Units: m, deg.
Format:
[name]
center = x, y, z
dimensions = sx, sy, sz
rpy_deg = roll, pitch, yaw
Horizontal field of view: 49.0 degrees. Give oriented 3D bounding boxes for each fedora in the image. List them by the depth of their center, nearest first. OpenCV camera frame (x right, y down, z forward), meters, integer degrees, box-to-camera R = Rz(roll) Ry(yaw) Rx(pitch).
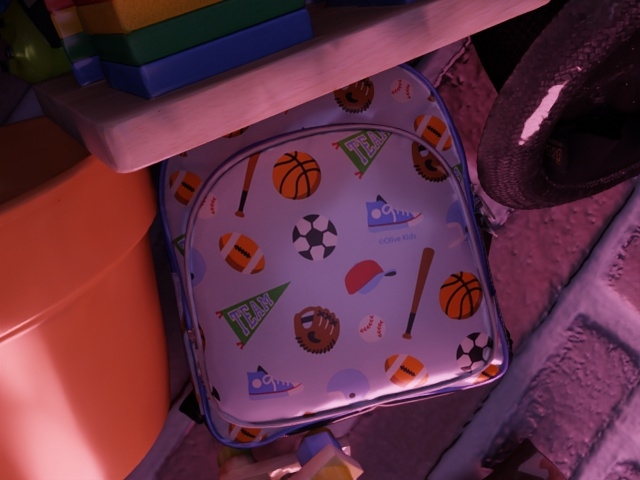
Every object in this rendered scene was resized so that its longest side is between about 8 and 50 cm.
[fedora]
center = 0.225, -0.169, 0.532
dimensions = 0.334, 0.334, 0.152
rpy_deg = -30, 65, -6

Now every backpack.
[backpack]
center = 0.000, 0.000, 0.518
dimensions = 0.276, 0.213, 0.263
rpy_deg = -14, 87, -6

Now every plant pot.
[plant pot]
center = -0.226, 0.057, 0.458
dimensions = 0.291, 0.291, 0.203
rpy_deg = -20, 115, -7

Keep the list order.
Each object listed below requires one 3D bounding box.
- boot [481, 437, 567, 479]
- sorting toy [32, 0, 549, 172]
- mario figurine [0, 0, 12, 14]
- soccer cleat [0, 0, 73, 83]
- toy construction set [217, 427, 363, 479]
[boot]
center = 0.179, 0.328, 0.622
dimensions = 0.207, 0.090, 0.248
rpy_deg = -36, 95, -3
[sorting toy]
center = -0.048, -0.151, 0.434
dimensions = 0.257, 0.255, 0.089
rpy_deg = -26, 116, -20
[mario figurine]
center = -0.233, -0.212, 0.408
dimensions = 0.198, 0.170, 0.320
rpy_deg = 23, 79, -5
[soccer cleat]
center = -0.222, -0.208, 0.538
dimensions = 0.072, 0.060, 0.179
rpy_deg = -14, 93, -33
[toy construction set]
center = -0.110, 0.265, 0.538
dimensions = 0.327, 0.151, 0.215
rpy_deg = -15, 125, 3
